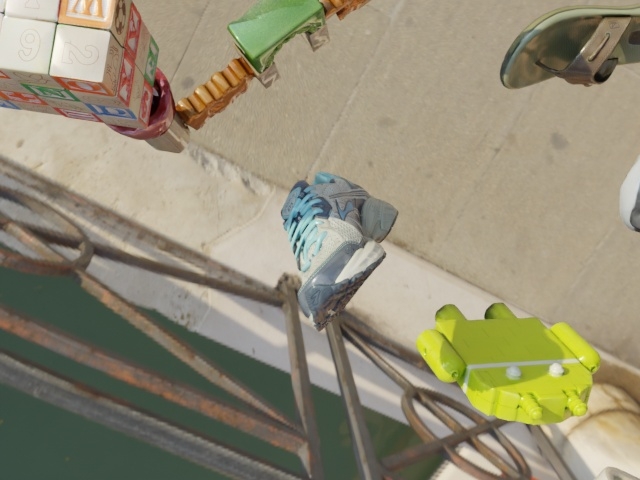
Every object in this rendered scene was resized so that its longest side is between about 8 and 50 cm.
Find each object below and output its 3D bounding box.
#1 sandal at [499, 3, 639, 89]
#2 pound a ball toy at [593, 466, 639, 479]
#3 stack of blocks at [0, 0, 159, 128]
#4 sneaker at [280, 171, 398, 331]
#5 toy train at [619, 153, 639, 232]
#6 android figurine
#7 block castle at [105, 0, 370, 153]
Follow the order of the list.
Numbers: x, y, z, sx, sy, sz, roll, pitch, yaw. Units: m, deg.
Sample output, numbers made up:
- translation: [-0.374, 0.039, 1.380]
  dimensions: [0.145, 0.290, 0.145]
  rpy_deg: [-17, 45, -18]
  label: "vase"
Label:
- translation: [0.415, -0.282, 1.105]
  dimensions: [0.303, 0.086, 0.120]
  rpy_deg: [-11, 142, -1]
  label: "sandal"
- translation: [0.197, 0.343, 0.698]
  dimensions: [0.136, 0.208, 0.319]
  rpy_deg: [27, 111, -16]
  label: "pound a ball toy"
- translation: [-0.312, -0.180, 0.670]
  dimensions: [0.297, 0.171, 0.087]
  rpy_deg: [8, 86, 0]
  label: "stack of blocks"
- translation: [0.000, 0.000, 0.836]
  dimensions: [0.122, 0.283, 0.110]
  rpy_deg: [38, 111, -4]
  label: "sneaker"
- translation: [0.376, -0.026, 0.497]
  dimensions: [0.190, 0.334, 0.142]
  rpy_deg: [-41, 136, -33]
  label: "toy train"
- translation: [0.265, 0.166, 1.044]
  dimensions: [0.248, 0.273, 0.056]
  rpy_deg: [0, 112, -12]
  label: "android figurine"
- translation: [-0.117, -0.347, 0.881]
  dimensions: [0.453, 0.213, 0.303]
  rpy_deg: [-36, 80, -1]
  label: "block castle"
